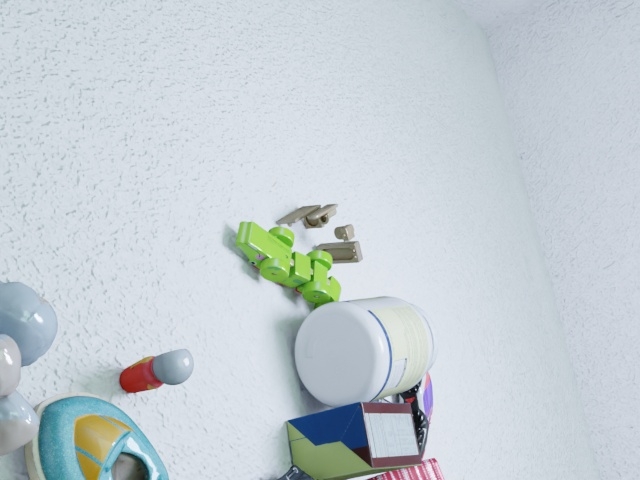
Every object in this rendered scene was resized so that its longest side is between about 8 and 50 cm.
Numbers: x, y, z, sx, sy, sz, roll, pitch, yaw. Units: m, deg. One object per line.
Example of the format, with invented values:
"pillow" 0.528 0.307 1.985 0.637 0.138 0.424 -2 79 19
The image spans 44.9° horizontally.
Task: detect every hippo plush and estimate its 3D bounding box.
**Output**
"hippo plush" -0.485 0.158 1.030 0.294 0.234 0.236 16 24 -3

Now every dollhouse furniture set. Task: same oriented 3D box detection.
"dollhouse furniture set" 0.000 0.000 1.889 0.123 0.144 0.151 -33 114 -53

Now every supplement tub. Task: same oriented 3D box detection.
"supplement tub" 0.117 0.251 1.800 0.325 0.235 0.235 1 71 -56

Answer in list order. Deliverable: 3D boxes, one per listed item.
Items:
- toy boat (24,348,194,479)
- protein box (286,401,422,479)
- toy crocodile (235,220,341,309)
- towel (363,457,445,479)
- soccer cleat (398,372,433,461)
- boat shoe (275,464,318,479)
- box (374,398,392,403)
"toy boat" -0.308 0.296 1.210 0.267 0.148 0.318 52 35 -24
"protein box" 0.073 0.431 1.654 0.201 0.199 0.136 18 57 -52
"toy crocodile" -0.068 0.064 1.776 0.340 0.105 0.115 33 46 -37
"towel" 0.166 0.604 1.682 0.274 0.031 0.199 -12 65 -20
"soccer cleat" 0.248 0.459 2.000 0.116 0.108 0.318 48 34 -36
"boat shoe" -0.118 0.490 1.421 0.340 0.127 0.113 -10 50 -50
"box" 0.132 0.426 1.911 0.137 0.027 0.094 37 44 -40
